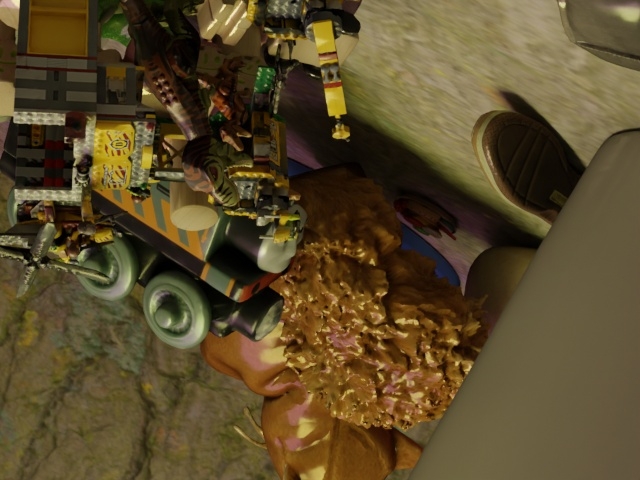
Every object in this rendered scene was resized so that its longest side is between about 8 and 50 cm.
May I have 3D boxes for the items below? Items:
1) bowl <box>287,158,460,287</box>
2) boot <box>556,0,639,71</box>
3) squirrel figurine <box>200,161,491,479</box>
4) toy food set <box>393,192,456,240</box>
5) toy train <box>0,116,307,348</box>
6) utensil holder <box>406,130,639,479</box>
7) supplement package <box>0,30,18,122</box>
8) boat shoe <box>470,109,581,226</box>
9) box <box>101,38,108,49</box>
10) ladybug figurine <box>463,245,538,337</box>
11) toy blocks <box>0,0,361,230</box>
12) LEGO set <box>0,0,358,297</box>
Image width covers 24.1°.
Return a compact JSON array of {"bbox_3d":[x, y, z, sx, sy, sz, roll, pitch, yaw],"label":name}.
[{"bbox_3d":[0.000,0.000,2.008,0.391,0.077,0.391,29,170,6],"label":"bowl"},{"bbox_3d":[0.252,-0.095,0.885,0.208,0.076,0.189,14,147,37],"label":"boot"},{"bbox_3d":[-0.001,0.115,1.611,0.397,0.281,0.370,-8,97,61],"label":"squirrel figurine"},{"bbox_3d":[0.120,-0.027,1.707,0.082,0.020,0.083,36,167,-30],"label":"toy food set"},{"bbox_3d":[-0.164,-0.041,1.428,0.334,0.190,0.142,33,-147,18],"label":"toy train"},{"bbox_3d":[0.266,0.156,1.166,0.328,0.385,0.327,30,169,6],"label":"utensil holder"},{"bbox_3d":[-0.390,-0.251,1.434,0.262,0.204,0.145,27,-157,17],"label":"supplement package"},{"bbox_3d":[0.176,-0.059,1.297,0.072,0.068,0.190,36,177,45],"label":"boat shoe"},{"bbox_3d":[-0.348,-0.260,1.620,0.181,0.119,0.182,26,169,21],"label":"box"},{"bbox_3d":[0.318,0.168,1.689,0.449,0.162,0.305,37,167,-35],"label":"ladybug figurine"},{"bbox_3d":[-0.158,-0.205,1.210,0.289,0.260,0.309,11,146,-23],"label":"toy blocks"},{"bbox_3d":[-0.104,-0.065,1.007,0.255,0.192,0.331,7,148,-17],"label":"LEGO set"}]
